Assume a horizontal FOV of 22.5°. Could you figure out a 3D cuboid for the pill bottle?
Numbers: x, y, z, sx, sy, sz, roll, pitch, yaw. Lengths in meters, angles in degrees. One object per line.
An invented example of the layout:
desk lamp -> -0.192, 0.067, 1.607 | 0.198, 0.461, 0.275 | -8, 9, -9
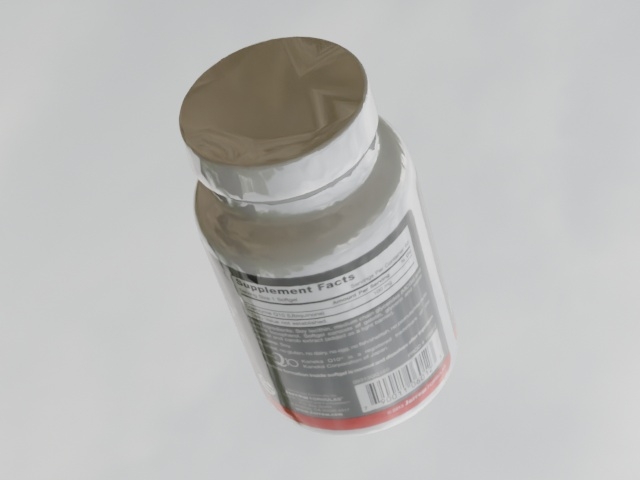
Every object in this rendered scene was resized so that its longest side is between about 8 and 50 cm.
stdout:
pill bottle -> 0.000, 0.000, 1.513 | 0.210, 0.363, 0.210 | -9, -136, 9
